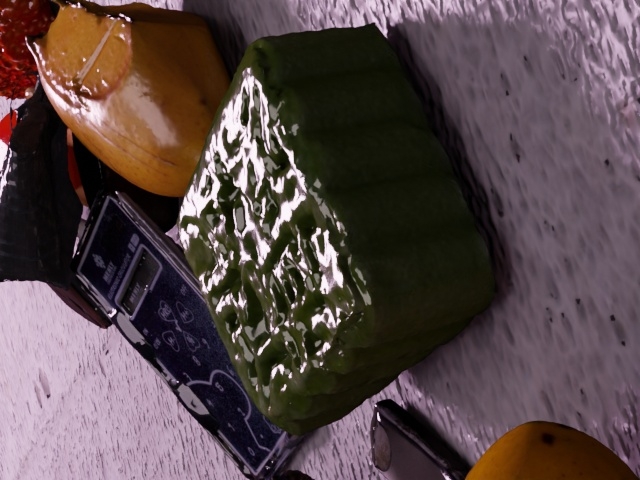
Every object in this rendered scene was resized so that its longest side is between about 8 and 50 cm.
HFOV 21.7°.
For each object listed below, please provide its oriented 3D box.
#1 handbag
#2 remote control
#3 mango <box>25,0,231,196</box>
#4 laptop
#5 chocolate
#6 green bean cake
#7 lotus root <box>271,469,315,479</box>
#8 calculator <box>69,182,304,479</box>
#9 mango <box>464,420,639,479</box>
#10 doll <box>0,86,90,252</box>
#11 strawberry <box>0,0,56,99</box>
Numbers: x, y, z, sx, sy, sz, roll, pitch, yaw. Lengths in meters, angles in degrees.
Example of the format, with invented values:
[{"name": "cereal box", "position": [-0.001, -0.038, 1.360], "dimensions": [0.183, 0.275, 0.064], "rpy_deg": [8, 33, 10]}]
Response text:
[{"name": "handbag", "position": [-0.269, -0.067, 1.565], "dimensions": [0.270, 0.088, 0.175], "rpy_deg": [-97, 13, -65]}, {"name": "remote control", "position": [0.091, 0.178, 1.143], "dimensions": [0.212, 0.028, 0.059], "rpy_deg": [39, 137, 53]}, {"name": "mango", "position": [-0.141, -0.123, 1.379], "dimensions": [0.252, 0.126, 0.154], "rpy_deg": [42, 129, 41]}, {"name": "laptop", "position": [-0.312, 0.007, 1.804], "dimensions": [0.207, 0.026, 0.154], "rpy_deg": [49, 167, -23]}, {"name": "chocolate", "position": [-0.174, -0.074, 1.525], "dimensions": [0.125, 0.080, 0.149], "rpy_deg": [96, 158, -45]}, {"name": "green bean cake", "position": [0.000, 0.000, 1.132], "dimensions": [0.222, 0.125, 0.248], "rpy_deg": [66, 153, 22]}, {"name": "lotus root", "position": [0.039, 0.327, 1.252], "dimensions": [0.167, 0.078, 0.329], "rpy_deg": [32, -140, -70]}, {"name": "calculator", "position": [-0.114, 0.083, 1.439], "dimensions": [0.274, 0.028, 0.166], "rpy_deg": [47, 147, 12]}, {"name": "mango", "position": [0.139, 0.241, 0.925], "dimensions": [0.191, 0.160, 0.290], "rpy_deg": [171, 90, -74]}, {"name": "doll", "position": [-0.280, -0.073, 1.759], "dimensions": [0.217, 0.085, 0.183], "rpy_deg": [-6, 101, 48]}, {"name": "strawberry", "position": [-0.356, -0.233, 1.804], "dimensions": [0.175, 0.106, 0.236], "rpy_deg": [49, 144, 46]}]
